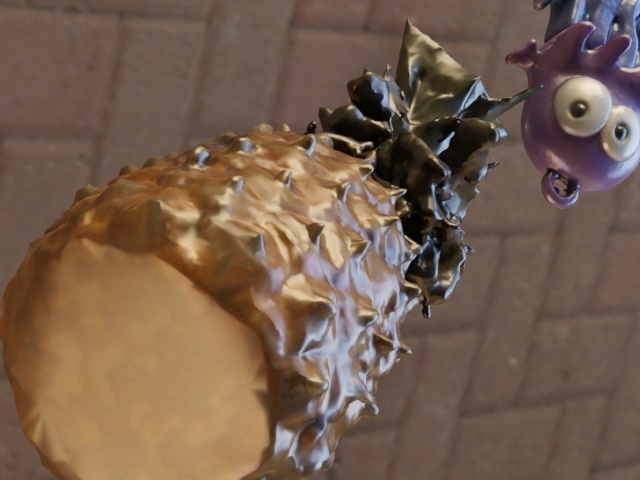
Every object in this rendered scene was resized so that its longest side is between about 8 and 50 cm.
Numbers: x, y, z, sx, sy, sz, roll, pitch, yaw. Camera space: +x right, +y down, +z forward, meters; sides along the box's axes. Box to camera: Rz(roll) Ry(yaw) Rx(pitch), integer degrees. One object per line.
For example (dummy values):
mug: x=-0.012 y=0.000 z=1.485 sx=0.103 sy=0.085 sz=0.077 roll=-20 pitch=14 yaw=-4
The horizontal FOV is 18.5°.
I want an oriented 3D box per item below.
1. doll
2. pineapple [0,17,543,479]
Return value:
doll: x=0.157 y=-0.102 z=1.058 sx=0.110 sy=0.067 sz=0.206 roll=29 pitch=61 yaw=-11
pineapple: x=0.000 y=0.000 z=0.908 sx=0.340 sy=0.169 sz=0.169 roll=-38 pitch=134 yaw=-56
